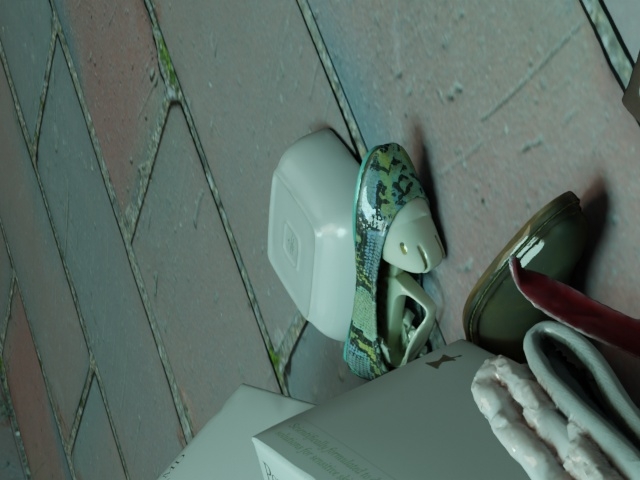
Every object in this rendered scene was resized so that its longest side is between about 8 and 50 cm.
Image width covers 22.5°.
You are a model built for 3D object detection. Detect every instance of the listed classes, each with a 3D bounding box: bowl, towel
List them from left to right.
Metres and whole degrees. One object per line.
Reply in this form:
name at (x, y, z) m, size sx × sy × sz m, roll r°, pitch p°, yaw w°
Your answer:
bowl at (0.000, 0.000, 1.257) m, size 0.142 × 0.053 × 0.142 m, roll -123°, pitch 29°, yaw -46°
towel at (0.210, 0.207, 0.603) m, size 0.317 × 0.053 × 0.332 m, roll 47°, pitch -175°, yaw -43°

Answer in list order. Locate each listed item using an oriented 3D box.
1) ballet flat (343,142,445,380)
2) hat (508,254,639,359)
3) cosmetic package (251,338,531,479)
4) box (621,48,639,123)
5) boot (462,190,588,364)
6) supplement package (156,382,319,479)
ballet flat at (0.058, 0.022, 1.127) m, size 0.070 × 0.070 × 0.188 m, roll -128°, pitch 33°, yaw -50°
hat at (0.198, 0.110, 0.624) m, size 0.208 × 0.183 × 0.173 m, roll -137°, pitch 44°, yaw -58°
cosmetic package at (0.106, 0.264, 0.891) m, size 0.197 × 0.155 × 0.365 m, roll 23°, pitch 132°, yaw 61°
box at (0.239, -0.135, 0.479) m, size 0.381 × 0.143 × 0.191 m, roll 103°, pitch 149°, yaw -42°
boot at (0.138, 0.074, 0.948) m, size 0.106 × 0.082 × 0.219 m, roll 43°, pitch 141°, yaw 25°
supplement package at (-0.007, 0.232, 1.125) m, size 0.175 × 0.177 × 0.293 m, roll 46°, pitch 165°, yaw -16°
